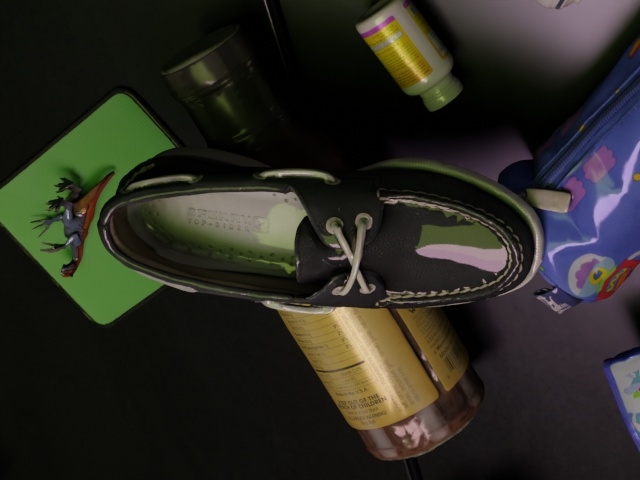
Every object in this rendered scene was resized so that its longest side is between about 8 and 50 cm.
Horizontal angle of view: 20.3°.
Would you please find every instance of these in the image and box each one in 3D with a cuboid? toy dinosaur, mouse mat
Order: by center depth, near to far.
[{"bbox_3d":[-0.195,-0.007,1.429,0.090,0.047,0.082,-10,135,13],"label":"toy dinosaur"},{"bbox_3d":[-0.167,-0.022,1.436,0.189,0.007,0.152,-34,104,33],"label":"mouse mat"}]

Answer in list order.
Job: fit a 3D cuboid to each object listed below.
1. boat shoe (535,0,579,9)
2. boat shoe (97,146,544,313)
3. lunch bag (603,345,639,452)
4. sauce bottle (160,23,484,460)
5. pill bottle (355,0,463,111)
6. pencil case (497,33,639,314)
[{"bbox_3d":[0.220,-0.224,1.132,0.075,0.083,0.226,35,124,-1],"label":"boat shoe"},{"bbox_3d":[-0.003,0.002,1.209,0.302,0.091,0.114,3,110,19],"label":"boat shoe"},{"bbox_3d":[0.296,0.122,1.304,0.128,0.096,0.151,-23,119,29],"label":"lunch bag"},{"bbox_3d":[0.000,0.000,1.329,0.111,0.111,0.344,-21,108,28],"label":"sauce bottle"},{"bbox_3d":[0.065,-0.133,1.265,0.043,0.043,0.083,-30,106,31],"label":"pill bottle"},{"bbox_3d":[0.237,-0.086,1.182,0.306,0.133,0.119,-47,56,33],"label":"pencil case"}]
